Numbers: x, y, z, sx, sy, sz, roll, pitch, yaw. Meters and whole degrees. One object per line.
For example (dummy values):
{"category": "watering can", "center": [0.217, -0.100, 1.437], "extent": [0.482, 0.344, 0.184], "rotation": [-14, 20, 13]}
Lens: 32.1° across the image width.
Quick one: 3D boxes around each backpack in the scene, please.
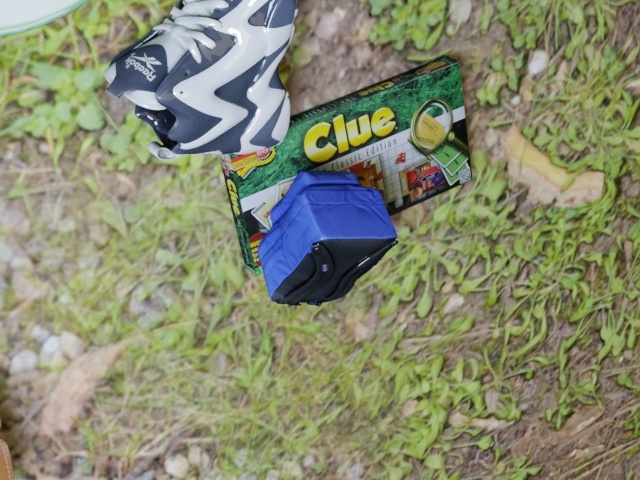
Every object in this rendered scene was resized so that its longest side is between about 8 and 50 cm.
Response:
{"category": "backpack", "center": [0.000, 0.000, 1.018], "extent": [0.098, 0.101, 0.120], "rotation": [3, 142, -29]}

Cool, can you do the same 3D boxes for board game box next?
{"category": "board game box", "center": [0.032, -0.075, 1.082], "extent": [0.259, 0.030, 0.136], "rotation": [-25, 121, -21]}

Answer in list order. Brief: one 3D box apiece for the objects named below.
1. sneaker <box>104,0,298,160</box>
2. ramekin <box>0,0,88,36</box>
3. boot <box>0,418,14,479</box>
{"category": "sneaker", "center": [-0.106, -0.169, 0.906], "extent": [0.153, 0.094, 0.235], "rotation": [-21, 132, -33]}
{"category": "ramekin", "center": [-0.246, -0.279, 0.731], "extent": [0.303, 0.148, 0.303], "rotation": [-14, 118, -27]}
{"category": "boot", "center": [-0.347, 0.238, 0.878], "extent": [0.220, 0.109, 0.283], "rotation": [-5, 79, -50]}
